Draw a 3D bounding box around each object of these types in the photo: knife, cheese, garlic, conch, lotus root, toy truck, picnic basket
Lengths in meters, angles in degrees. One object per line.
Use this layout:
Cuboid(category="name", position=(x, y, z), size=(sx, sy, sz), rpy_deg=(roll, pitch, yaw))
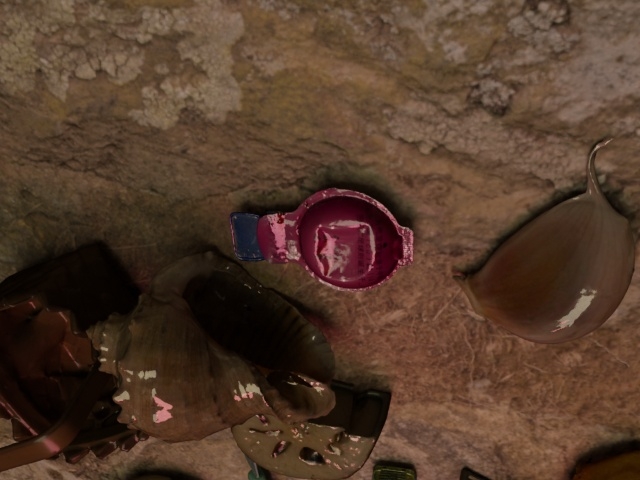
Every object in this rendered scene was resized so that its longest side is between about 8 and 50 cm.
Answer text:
Cuboid(category="knife", position=(-0.112, 0.365, 1.185), size=(0.034, 0.063, 0.260), rpy_deg=(-19, 119, -19))
Cuboid(category="cheese", position=(0.000, 0.000, 0.931), size=(0.244, 0.062, 0.155), rpy_deg=(3, 119, 15))
Cuboid(category="garlic", position=(0.305, 0.024, 0.853), size=(0.148, 0.128, 0.266), rpy_deg=(31, 113, -18))
Cuboid(category="conch", position=(-0.145, 0.152, 0.962), size=(0.324, 0.263, 0.186), rpy_deg=(27, 146, -20))
Cuboid(category="lotus root", position=(-0.019, 0.271, 1.060), size=(0.234, 0.119, 0.138), rpy_deg=(6, 121, 9))
Cuboid(category="toy truck", position=(0.113, 0.447, 1.137), size=(0.077, 0.100, 0.169), rpy_deg=(4, 121, 12))
Cuboid(category="picnic basket", position=(-0.379, 0.198, 1.006), size=(0.254, 0.321, 0.291), rpy_deg=(-20, 115, 21))

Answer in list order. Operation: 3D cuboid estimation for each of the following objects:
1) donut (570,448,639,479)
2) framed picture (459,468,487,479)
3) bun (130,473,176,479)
Cuboid(category="donut", position=(0.468, 0.398, 1.010), size=(0.253, 0.118, 0.253), rpy_deg=(0, 113, 0))
Cuboid(category="framed picture", position=(0.311, 0.491, 1.044), size=(0.289, 0.213, 0.016), rpy_deg=(29, 137, -2))
Cuboid(category="bun", position=(-0.293, 0.552, 1.264), size=(0.259, 0.152, 0.259), rpy_deg=(8, 116, 18))
